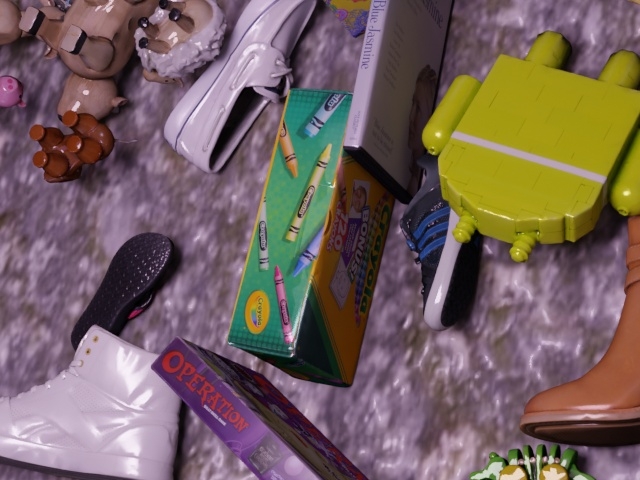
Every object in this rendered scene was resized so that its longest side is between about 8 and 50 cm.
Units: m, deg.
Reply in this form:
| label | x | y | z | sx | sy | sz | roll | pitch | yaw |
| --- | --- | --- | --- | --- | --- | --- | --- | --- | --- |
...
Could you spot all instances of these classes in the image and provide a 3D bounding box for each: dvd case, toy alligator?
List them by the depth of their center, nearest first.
| label | x | y | z | sx | sy | sz | roll | pitch | yaw |
| --- | --- | --- | --- | --- | --- | --- | --- | --- | --- |
| toy alligator | 0.189 | 0.227 | 1.348 | 0.189 | 0.056 | 0.051 | -5 | 71 | 21 |
| dvd case | 0.087 | -0.183 | 1.452 | 0.022 | 0.180 | 0.253 | 4 | 75 | 25 |

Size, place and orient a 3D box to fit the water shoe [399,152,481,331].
| label | x | y | z | sx | sy | sz | roll | pitch | yaw |
| --- | --- | --- | --- | --- | --- | --- | --- | --- | --- |
| water shoe | 0.123 | 0.001 | 1.446 | 0.080 | 0.073 | 0.203 | 2 | 65 | 27 |

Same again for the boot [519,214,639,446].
| label | x | y | z | sx | sy | sz | roll | pitch | yaw |
| --- | --- | --- | --- | --- | --- | --- | --- | --- | --- |
| boot | 0.315 | 0.072 | 1.321 | 0.283 | 0.109 | 0.220 | -18 | 64 | 22 |

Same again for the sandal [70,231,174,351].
| label | x | y | z | sx | sy | sz | roll | pitch | yaw |
| --- | --- | --- | --- | --- | --- | --- | --- | --- | --- |
| sandal | -0.225 | 0.062 | 1.586 | 0.179 | 0.040 | 0.067 | -53 | 56 | 16 |

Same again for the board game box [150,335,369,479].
| label | x | y | z | sx | sy | sz | roll | pitch | yaw |
| --- | --- | --- | --- | --- | --- | --- | --- | --- | --- |
| board game box | -0.001 | 0.236 | 1.339 | 0.056 | 0.208 | 0.347 | -48 | 63 | -2 |

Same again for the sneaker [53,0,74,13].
| label | x | y | z | sx | sy | sz | roll | pitch | yaw |
| --- | --- | --- | --- | --- | --- | --- | --- | --- | --- |
| sneaker | -0.276 | -0.331 | 1.721 | 0.063 | 0.073 | 0.162 | 33 | 105 | 0 |

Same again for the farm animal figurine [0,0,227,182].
| label | x | y | z | sx | sy | sz | roll | pitch | yaw |
| --- | --- | --- | --- | --- | --- | --- | --- | --- | --- |
| farm animal figurine | -0.295 | -0.229 | 1.621 | 0.327 | 0.172 | 0.330 | -47 | 67 | 9 |

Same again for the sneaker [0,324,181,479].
| label | x | y | z | sx | sy | sz | roll | pitch | yaw |
| --- | --- | --- | --- | --- | --- | --- | --- | --- | --- |
| sneaker | -0.288 | 0.176 | 1.539 | 0.292 | 0.108 | 0.169 | 6 | 74 | 14 |

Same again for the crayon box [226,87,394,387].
| label | x | y | z | sx | sy | sz | roll | pitch | yaw |
| --- | --- | --- | --- | --- | --- | --- | --- | --- | --- |
| crayon box | 0.000 | 0.000 | 1.438 | 0.081 | 0.165 | 0.278 | 8 | 77 | 24 |

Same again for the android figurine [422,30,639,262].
| label | x | y | z | sx | sy | sz | roll | pitch | yaw |
| --- | --- | --- | --- | --- | --- | --- | --- | --- | --- |
| android figurine | 0.225 | -0.095 | 1.393 | 0.248 | 0.056 | 0.273 | 18 | 60 | 22 |

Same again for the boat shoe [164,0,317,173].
| label | x | y | z | sx | sy | sz | roll | pitch | yaw |
| --- | --- | --- | --- | --- | --- | --- | --- | --- | --- |
| boat shoe | -0.072 | -0.190 | 1.579 | 0.084 | 0.095 | 0.258 | 41 | 102 | 23 |

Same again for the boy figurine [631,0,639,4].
| label | x | y | z | sx | sy | sz | roll | pitch | yaw |
| --- | --- | --- | --- | --- | --- | --- | --- | --- | --- |
| boy figurine | 0.360 | -0.382 | 1.424 | 0.092 | 0.177 | 0.285 | 4 | 101 | 1 |

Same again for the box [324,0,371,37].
| label | x | y | z | sx | sy | sz | roll | pitch | yaw |
| --- | --- | --- | --- | --- | --- | --- | --- | --- | --- |
| box | 0.084 | -0.437 | 1.538 | 0.290 | 0.177 | 0.279 | -27 | 65 | 12 |
